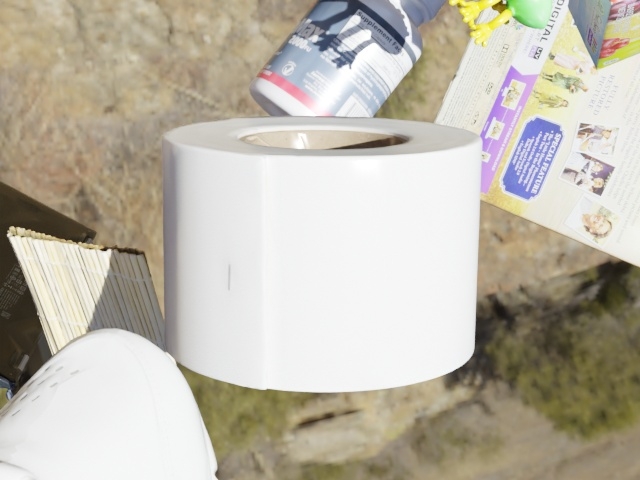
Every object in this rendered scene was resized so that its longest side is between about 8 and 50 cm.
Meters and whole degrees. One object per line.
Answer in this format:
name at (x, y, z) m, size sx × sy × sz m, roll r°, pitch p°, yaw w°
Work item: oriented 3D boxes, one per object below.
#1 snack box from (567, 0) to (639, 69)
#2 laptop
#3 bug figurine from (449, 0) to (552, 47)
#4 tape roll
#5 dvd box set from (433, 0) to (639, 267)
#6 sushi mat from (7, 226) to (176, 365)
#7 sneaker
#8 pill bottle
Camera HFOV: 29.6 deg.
snack box at (0.300, -0.219, 0.923) m, size 0.207 × 0.070 × 0.174 m, roll -23°, pitch 170°, yaw 6°
laptop at (-0.433, 0.132, 1.568) m, size 0.408 × 0.382 × 0.236 m, roll 29°, pitch 116°, yaw -10°
bug figurine at (0.131, -0.274, 0.915) m, size 0.072 × 0.279 × 0.216 m, roll -20°, pitch 108°, yaw 32°
tape roll at (0.000, 0.000, 0.933) m, size 0.246 × 0.246 × 0.169 m, roll -3°, pitch 104°, yaw -16°
dvd box set at (0.349, -0.147, 1.476) m, size 0.062 × 0.420 × 0.307 m, roll 16°, pitch 97°, yaw -56°
sushi mat at (-0.182, 0.132, 1.097) m, size 0.151 × 0.019 × 0.316 m, roll 7°, pitch 125°, yaw 28°
sneaker at (-0.115, 0.136, 0.368) m, size 0.111 × 0.297 × 0.129 m, roll 5°, pitch 136°, yaw 20°
pill bottle at (0.029, -0.174, 1.098) m, size 0.180 × 0.108 × 0.108 m, roll -52°, pitch 143°, yaw -5°
